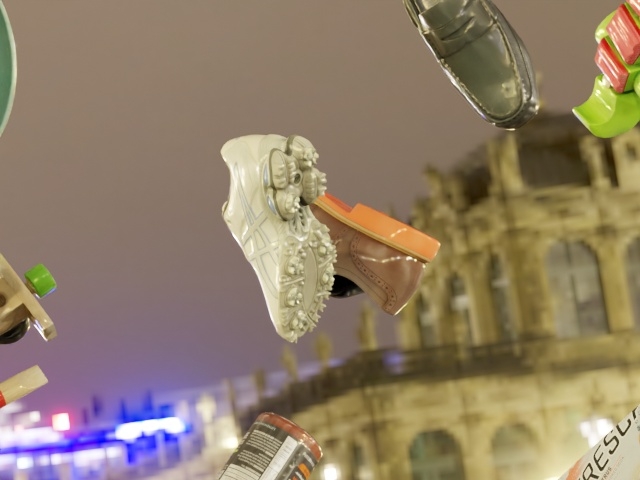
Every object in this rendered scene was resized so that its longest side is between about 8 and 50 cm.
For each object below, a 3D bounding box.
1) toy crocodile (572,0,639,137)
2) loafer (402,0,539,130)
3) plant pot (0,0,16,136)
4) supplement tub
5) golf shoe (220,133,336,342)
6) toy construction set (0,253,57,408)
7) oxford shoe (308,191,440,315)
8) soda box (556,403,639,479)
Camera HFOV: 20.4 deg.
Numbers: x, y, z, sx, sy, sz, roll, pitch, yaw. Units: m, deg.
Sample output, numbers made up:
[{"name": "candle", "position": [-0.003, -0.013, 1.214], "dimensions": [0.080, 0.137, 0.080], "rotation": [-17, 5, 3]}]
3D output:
[{"name": "toy crocodile", "position": [0.384, -0.253, 2.074], "dimensions": [0.105, 0.115, 0.340], "rotation": [-19, -27, -25]}, {"name": "loafer", "position": [0.116, -0.195, 1.566], "dimensions": [0.076, 0.223, 0.078], "rotation": [-34, -14, 23]}, {"name": "plant pot", "position": [-0.492, -0.181, 1.855], "dimensions": [0.293, 0.293, 0.196], "rotation": [2, -5, -41]}, {"name": "supplement tub", "position": [-0.089, 0.336, 2.391], "dimensions": [0.106, 0.198, 0.106], "rotation": [30, -21, 13]}, {"name": "golf shoe", "position": [-0.038, -0.006, 1.437], "dimensions": [0.086, 0.176, 0.069], "rotation": [13, 28, 36]}, {"name": "toy construction set", "position": [-0.377, 0.093, 1.929], "dimensions": [0.237, 0.309, 0.257], "rotation": [-28, -48, -21]}, {"name": "oxford shoe", "position": [0.000, 0.000, 1.848], "dimensions": [0.097, 0.098, 0.271], "rotation": [25, -2, -43]}, {"name": "soda box", "position": [0.249, 0.173, 1.353], "dimensions": [0.063, 0.058, 0.183], "rotation": [22, -57, -35]}]
